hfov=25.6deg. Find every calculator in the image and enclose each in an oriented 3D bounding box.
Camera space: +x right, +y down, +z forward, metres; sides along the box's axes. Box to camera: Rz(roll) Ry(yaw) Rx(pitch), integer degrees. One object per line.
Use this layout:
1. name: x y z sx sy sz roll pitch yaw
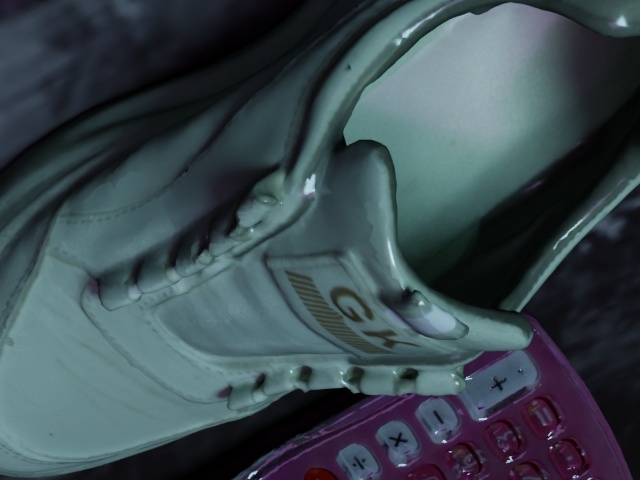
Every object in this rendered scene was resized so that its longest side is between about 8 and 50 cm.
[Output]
1. calculator: 0.029 0.113 0.575 0.190 0.034 0.126 -32 118 3

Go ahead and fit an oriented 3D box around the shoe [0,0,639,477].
1. shoe: 0.000 0.000 0.436 0.316 0.159 0.124 -41 118 10
